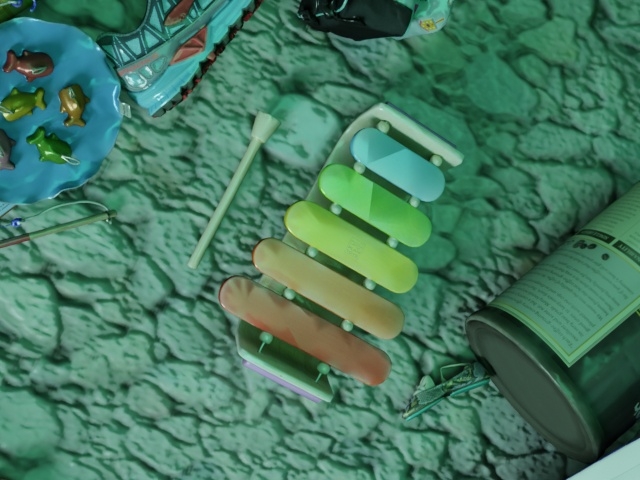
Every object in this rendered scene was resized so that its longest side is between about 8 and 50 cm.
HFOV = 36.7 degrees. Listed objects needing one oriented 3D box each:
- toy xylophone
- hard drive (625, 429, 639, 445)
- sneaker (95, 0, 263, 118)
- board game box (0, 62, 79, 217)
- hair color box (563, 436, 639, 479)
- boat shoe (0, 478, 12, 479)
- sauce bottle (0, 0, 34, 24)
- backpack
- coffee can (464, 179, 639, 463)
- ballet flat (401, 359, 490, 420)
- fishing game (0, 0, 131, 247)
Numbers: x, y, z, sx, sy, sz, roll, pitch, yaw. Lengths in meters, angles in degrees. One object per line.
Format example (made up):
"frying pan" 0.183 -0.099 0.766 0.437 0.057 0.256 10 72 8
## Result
"toy xylophone" 0.000 0.000 1.028 0.236 0.081 0.322 22 87 -16
"hard drive" 0.411 0.269 0.989 0.040 0.210 0.318 6 125 -52
"sneaker" -0.124 -0.256 0.964 0.125 0.104 0.262 38 83 -13
"board game box" -0.386 -0.050 0.917 0.281 0.027 0.145 -39 125 -11
"hair color box" 0.300 0.324 0.976 0.339 0.110 0.185 -39 67 27
"boat shoe" -0.321 0.331 0.969 0.064 0.060 0.177 3 93 -16
"sauce bottle" -0.395 -0.195 0.888 0.344 0.111 0.111 -40 103 -9
"backpack" 0.072 -0.300 0.984 0.145 0.166 0.188 12 94 -18
"coffee can" 0.329 0.080 1.066 0.275 0.201 0.201 -38 103 -11
"ballet flat" 0.138 0.168 1.106 0.114 0.041 0.041 -23 100 -12
"fishing game" -0.271 -0.116 0.912 0.189 0.041 0.264 -17 121 -23
